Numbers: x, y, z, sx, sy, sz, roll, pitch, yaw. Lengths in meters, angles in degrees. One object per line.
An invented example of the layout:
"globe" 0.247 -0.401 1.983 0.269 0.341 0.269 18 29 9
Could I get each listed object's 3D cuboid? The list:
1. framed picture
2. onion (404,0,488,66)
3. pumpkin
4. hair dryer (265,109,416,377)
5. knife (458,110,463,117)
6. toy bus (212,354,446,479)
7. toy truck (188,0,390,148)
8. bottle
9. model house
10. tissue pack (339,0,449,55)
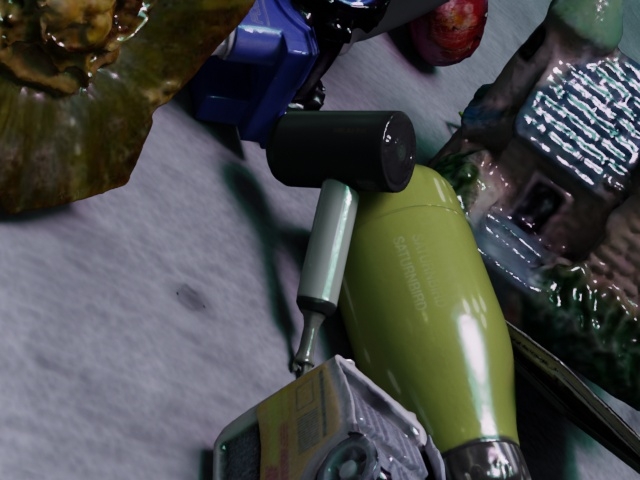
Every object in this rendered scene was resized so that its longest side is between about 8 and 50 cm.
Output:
"framed picture" 0.192 0.120 0.979 0.216 0.016 0.273 44 -1 -19
"onion" 0.104 -0.262 1.337 0.140 0.150 0.150 -2 49 -10
"pumpkin" -0.160 -0.140 0.670 0.095 0.290 0.258 32 -12 41
"hair dryer" 0.000 0.000 0.866 0.057 0.100 0.198 39 58 -55
"knife" 0.190 -0.118 1.374 0.078 0.022 0.166 56 25 18
"toy bus" 0.007 0.208 0.590 0.097 0.138 0.343 44 27 -31
"toy truck" -0.065 -0.186 0.951 0.177 0.161 0.213 3 52 -27
"bottle" 0.078 0.072 0.886 0.112 0.112 0.260 23 40 -44
"model house" 0.272 -0.061 1.105 0.298 0.284 0.243 37 28 1
"tissue pack" 0.066 -0.323 1.091 0.229 0.333 0.236 35 52 -30
